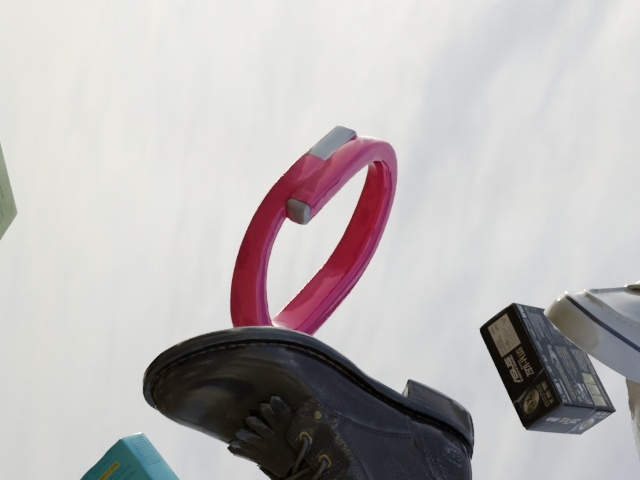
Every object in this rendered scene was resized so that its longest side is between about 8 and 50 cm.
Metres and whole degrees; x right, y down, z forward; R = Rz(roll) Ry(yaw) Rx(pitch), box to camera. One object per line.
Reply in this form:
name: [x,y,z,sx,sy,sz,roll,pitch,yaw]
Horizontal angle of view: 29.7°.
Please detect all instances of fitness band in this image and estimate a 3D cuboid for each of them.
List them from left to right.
fitness band: [0.000,0.000,1.306,0.291,0.054,0.209,-45,147,-44]

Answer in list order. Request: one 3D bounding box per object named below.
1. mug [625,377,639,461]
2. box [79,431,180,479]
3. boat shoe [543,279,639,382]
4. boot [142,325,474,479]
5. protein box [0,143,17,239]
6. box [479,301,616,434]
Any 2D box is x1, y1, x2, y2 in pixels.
mug: [0.612,0.246,1.684,0.276,0.374,0.328,24,-46,53]
box: [-0.208,0.380,1.592,0.100,0.060,0.244,-46,-106,16]
boat shoe: [0.287,0.064,0.977,0.088,0.267,0.096,-60,-140,16]
boot: [0.009,0.177,0.750,0.229,0.263,0.091,-90,-159,-49]
protein box: [-0.383,-0.036,1.046,0.199,0.136,0.201,91,15,-48]
box: [0.340,0.194,1.818,0.077,0.147,0.180,-42,-125,31]
